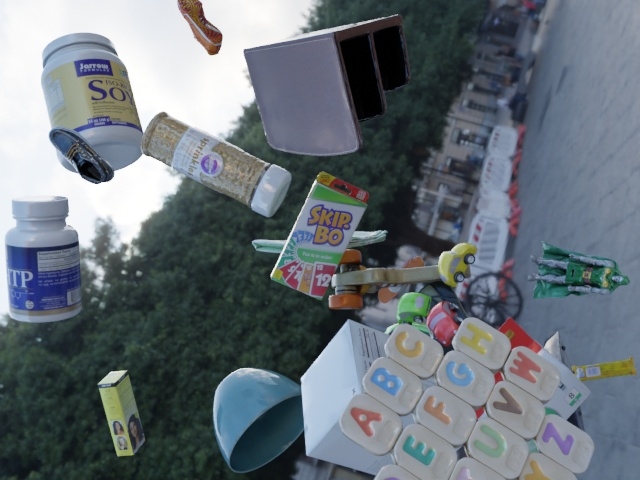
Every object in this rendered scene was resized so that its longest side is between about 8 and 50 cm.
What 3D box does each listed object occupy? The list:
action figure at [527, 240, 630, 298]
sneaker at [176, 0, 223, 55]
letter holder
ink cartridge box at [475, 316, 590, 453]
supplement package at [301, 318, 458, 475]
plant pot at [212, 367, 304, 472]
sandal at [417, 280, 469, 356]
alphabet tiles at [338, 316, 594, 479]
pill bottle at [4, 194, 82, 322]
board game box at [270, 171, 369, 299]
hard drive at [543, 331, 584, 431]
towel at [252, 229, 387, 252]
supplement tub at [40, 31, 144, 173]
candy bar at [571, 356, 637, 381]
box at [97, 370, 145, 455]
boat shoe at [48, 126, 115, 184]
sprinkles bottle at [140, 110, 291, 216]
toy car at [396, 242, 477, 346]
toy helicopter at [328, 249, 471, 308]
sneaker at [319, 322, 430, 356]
[{"bbox_3d":[0.574,0.075,1.594,0.063,0.232,0.137,7,-91,-40],"label":"action figure"},{"bbox_3d":[-0.293,-0.510,1.699,0.064,0.175,0.067,-22,-18,-30],"label":"sneaker"},{"bbox_3d":[0.017,-0.278,1.334,0.152,0.301,0.215,-24,-70,-31],"label":"letter holder"},{"bbox_3d":[0.358,0.272,1.292,0.181,0.224,0.056,-48,27,1],"label":"ink cartridge box"},{"bbox_3d":[0.125,0.326,1.428,0.199,0.262,0.198,-54,25,30],"label":"supplement package"},{"bbox_3d":[-0.188,0.471,2.006,0.290,0.195,0.290,-31,-35,-25],"label":"plant pot"},{"bbox_3d":[0.300,0.221,1.623,0.303,0.120,0.086,-98,-14,-45],"label":"sandal"},{"bbox_3d":[0.176,0.225,0.840,0.284,0.277,0.021,-52,-12,-33],"label":"alphabet tiles"},{"bbox_3d":[-0.438,0.026,1.134,0.112,0.111,0.187,-40,-49,-75],"label":"pill bottle"},{"bbox_3d":[0.001,-0.009,1.564,0.039,0.124,0.260,-118,52,-77],"label":"board game box"},{"bbox_3d":[0.629,0.365,1.864,0.172,0.054,0.255,66,-159,-15],"label":"hard drive"},{"bbox_3d":[0.000,0.000,2.039,0.324,0.247,0.038,-10,-82,-44],"label":"towel"},{"bbox_3d":[-0.631,-0.374,1.980,0.241,0.240,0.332,69,-176,-76],"label":"supplement tub"},{"bbox_3d":[0.612,0.279,1.546,0.018,0.161,0.040,145,119,-72],"label":"candy bar"},{"bbox_3d":[-0.578,0.504,2.097,0.087,0.058,0.233,-56,-44,-71],"label":"box"},{"bbox_3d":[-0.570,-0.202,1.691,0.065,0.183,0.083,-51,7,9],"label":"boat shoe"},{"bbox_3d":[-0.250,-0.183,1.721,0.121,0.355,0.121,-62,-6,-12],"label":"sprinkles bottle"},{"bbox_3d":[0.218,0.123,1.471,0.225,0.053,0.239,-36,29,52],"label":"toy car"},{"bbox_3d":[0.200,0.095,1.766,0.235,0.354,0.140,19,-113,-60],"label":"toy helicopter"},{"bbox_3d":[0.193,0.354,1.959,0.482,0.185,0.202,-29,54,39],"label":"sneaker"}]
